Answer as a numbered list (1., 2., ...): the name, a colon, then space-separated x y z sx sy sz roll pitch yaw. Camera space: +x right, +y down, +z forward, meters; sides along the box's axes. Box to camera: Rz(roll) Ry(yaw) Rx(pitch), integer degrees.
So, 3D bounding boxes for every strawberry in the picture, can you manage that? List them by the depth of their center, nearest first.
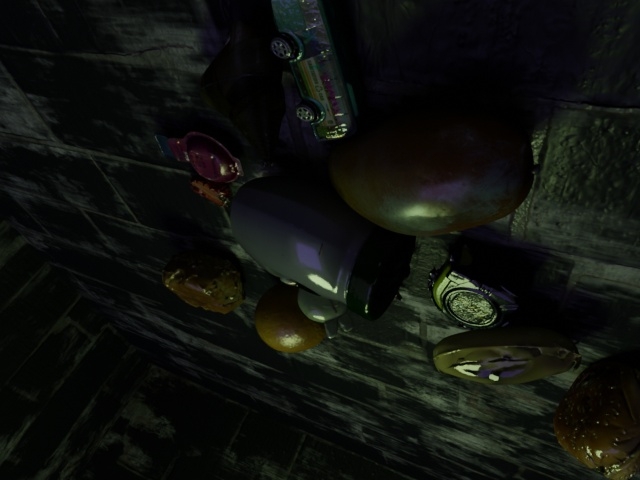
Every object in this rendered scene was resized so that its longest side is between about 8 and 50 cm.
1. strawberry: -0.283 -0.136 1.227 0.152 0.048 0.104 28 158 28

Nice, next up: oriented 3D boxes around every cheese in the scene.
1. cheese: 0.440 0.265 1.098 0.259 0.128 0.315 5 165 -32
2. cheese: -0.287 -0.203 1.117 0.244 0.062 0.155 17 146 20

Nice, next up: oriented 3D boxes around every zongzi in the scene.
1. zongzi: -0.139 -0.222 0.834 0.112 0.242 0.221 -4 175 -31

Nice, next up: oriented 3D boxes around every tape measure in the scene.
1. tape measure: 0.333 0.103 1.020 0.199 0.112 0.186 30 142 9

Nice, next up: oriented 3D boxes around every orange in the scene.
1. orange: -0.085 0.230 1.424 0.236 0.236 0.236 20 147 14

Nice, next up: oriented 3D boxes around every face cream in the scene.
1. face cream: 0.000 0.000 1.002 0.356 0.220 0.312 24 170 24

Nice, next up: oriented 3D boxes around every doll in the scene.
1. doll: -0.010 0.108 1.174 0.113 0.154 0.275 84 160 -48

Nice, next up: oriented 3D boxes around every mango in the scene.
1. mango: 0.157 -0.112 0.776 0.383 0.199 0.221 10 163 43

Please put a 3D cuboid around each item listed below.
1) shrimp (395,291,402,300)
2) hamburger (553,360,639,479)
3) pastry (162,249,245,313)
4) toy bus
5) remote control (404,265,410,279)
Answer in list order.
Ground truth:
1. shrimp: 0.158 0.084 1.201 0.178 0.034 0.124 40 146 1
2. hamburger: 0.653 0.394 1.057 0.146 0.243 0.286 31 133 1
3. pastry: -0.378 0.129 1.566 0.254 0.162 0.311 12 156 7
4. toy bus: 0.000 -0.282 0.759 0.109 0.091 0.262 3 142 25
5. remote control: 0.116 0.101 1.172 0.090 0.066 0.265 48 143 -8
